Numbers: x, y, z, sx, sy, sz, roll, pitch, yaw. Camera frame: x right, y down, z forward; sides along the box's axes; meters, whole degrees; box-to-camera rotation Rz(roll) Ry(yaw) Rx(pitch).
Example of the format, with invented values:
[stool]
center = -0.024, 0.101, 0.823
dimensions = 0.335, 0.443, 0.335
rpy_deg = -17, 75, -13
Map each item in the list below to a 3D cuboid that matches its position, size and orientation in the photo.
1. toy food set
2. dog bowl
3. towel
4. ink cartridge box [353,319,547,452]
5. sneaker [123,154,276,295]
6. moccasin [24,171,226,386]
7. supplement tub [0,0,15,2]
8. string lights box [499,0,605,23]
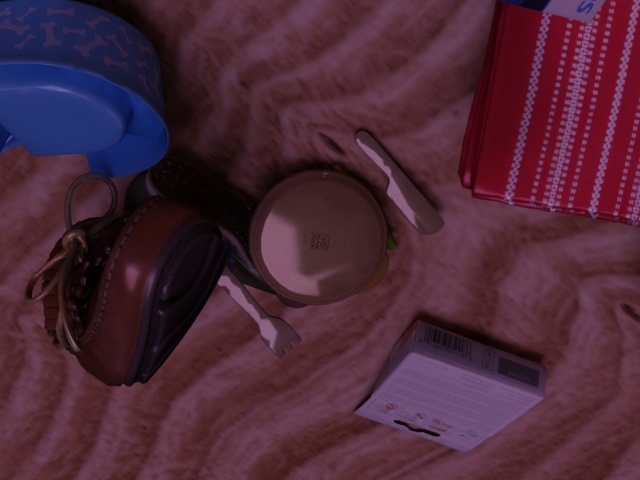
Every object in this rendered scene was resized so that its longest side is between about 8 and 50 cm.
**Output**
[toy food set]
center = 0.000, 0.000, 0.767
dimensions = 0.192, 0.038, 0.132
rpy_deg = -39, 105, 4
[dog bowl]
center = -0.263, -0.118, 0.690
dimensions = 0.298, 0.074, 0.166
rpy_deg = -2, 156, 12
[towel]
center = 0.249, -0.106, 0.612
dimensions = 0.275, 0.031, 0.198
rpy_deg = 10, 95, 2
[ink cartridge box]
center = 0.132, 0.160, 0.910
dimensions = 0.146, 0.045, 0.179
rpy_deg = 20, 147, -7
[sneaker]
center = -0.099, -0.002, 0.802
dimensions = 0.192, 0.064, 0.086
rpy_deg = 37, 140, -24
[moccasin]
center = -0.178, 0.036, 0.730
dimensions = 0.147, 0.139, 0.380
rpy_deg = 37, 163, -8
[supplement tub]
center = -0.238, -0.214, 0.644
dimensions = 0.107, 0.071, 0.071
rpy_deg = 0, 128, 12
[string lights box]
center = 0.051, -0.211, 0.484
dimensions = 0.260, 0.133, 0.076
rpy_deg = 3, 135, -31
